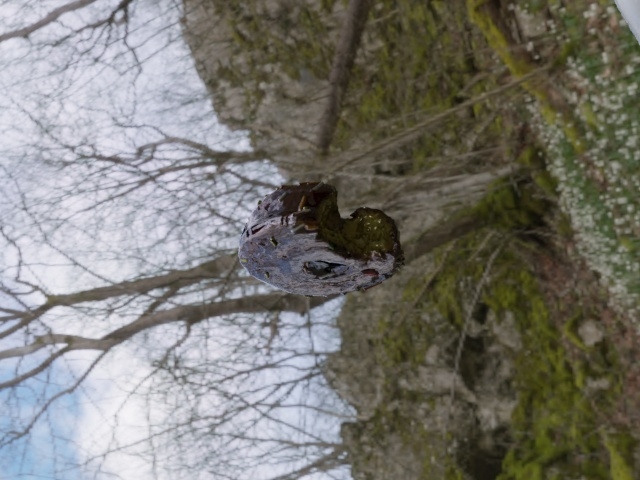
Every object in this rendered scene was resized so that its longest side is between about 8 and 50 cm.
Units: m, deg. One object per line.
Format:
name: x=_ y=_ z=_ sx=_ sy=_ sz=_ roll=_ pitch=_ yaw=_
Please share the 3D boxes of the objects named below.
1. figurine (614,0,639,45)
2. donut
figurine: x=0.305 y=-0.119 z=0.502 sx=0.249 sy=0.167 sz=0.141 roll=20 pitch=-154 yaw=-13
donut: x=-0.001 y=0.000 z=1.177 sx=0.230 sy=0.216 sz=0.096 roll=12 pitch=-118 yaw=-21
